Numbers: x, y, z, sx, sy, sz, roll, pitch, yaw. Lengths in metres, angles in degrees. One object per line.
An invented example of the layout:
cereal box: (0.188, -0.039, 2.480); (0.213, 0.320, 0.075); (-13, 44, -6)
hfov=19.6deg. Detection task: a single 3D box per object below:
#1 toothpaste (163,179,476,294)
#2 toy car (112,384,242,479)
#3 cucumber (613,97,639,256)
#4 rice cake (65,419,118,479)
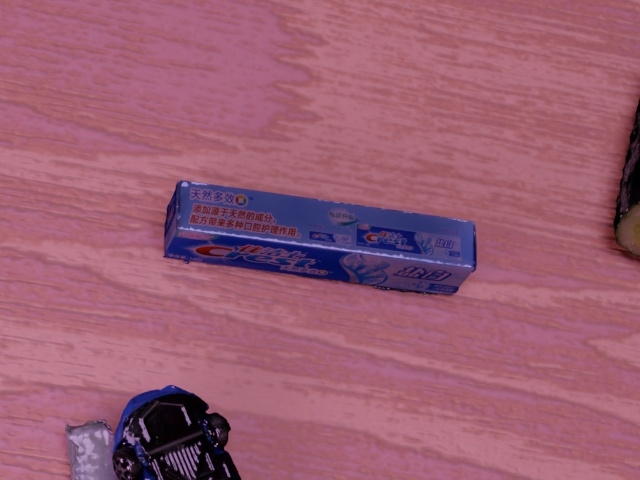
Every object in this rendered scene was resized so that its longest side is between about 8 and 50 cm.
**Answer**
toothpaste: (0.000, 0.000, 1.640); (0.272, 0.066, 0.053); (8, 66, -13)
toy car: (-0.104, 0.224, 1.509); (0.103, 0.063, 0.216); (-18, 79, -33)
cucumber: (0.343, -0.120, 1.794); (0.072, 0.081, 0.303); (50, 46, -42)
rice cake: (-0.176, 0.247, 1.497); (0.043, 0.034, 0.211); (-3, 68, -15)
